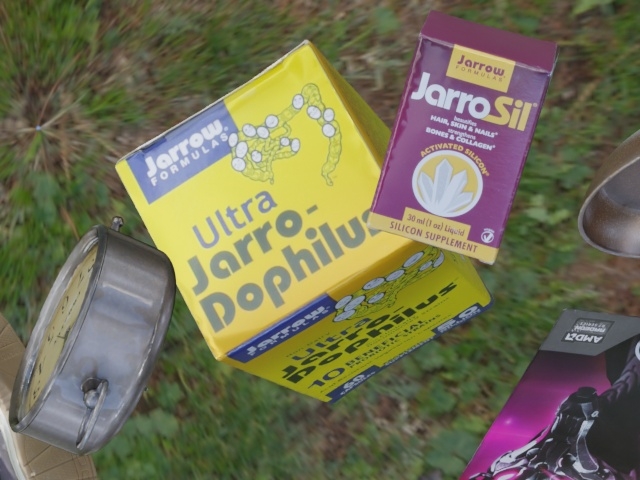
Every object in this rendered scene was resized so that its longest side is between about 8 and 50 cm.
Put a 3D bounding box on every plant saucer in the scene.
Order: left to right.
[{"bbox_3d":[0.380,-0.067,1.535,0.310,0.310,0.050,-8,67,-9],"label":"plant saucer"}]

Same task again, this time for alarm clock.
[{"bbox_3d":[-0.128,0.067,0.970,0.064,0.192,0.129,25,106,-14],"label":"alarm clock"}]

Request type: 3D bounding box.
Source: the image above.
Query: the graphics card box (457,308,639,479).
[{"bbox_3d":[0.214,0.213,1.249,0.371,0.232,0.094,-51,131,-35],"label":"graphics card box"}]

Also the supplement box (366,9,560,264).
[{"bbox_3d":[0.056,-0.041,0.666,0.055,0.043,0.083,16,113,5],"label":"supplement box"}]

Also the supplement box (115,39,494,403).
[{"bbox_3d":[0.000,0.000,1.499,0.194,0.356,0.195,-32,72,8],"label":"supplement box"}]

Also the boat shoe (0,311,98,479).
[{"bbox_3d":[-0.323,0.196,1.746,0.092,0.103,0.285,-33,84,30],"label":"boat shoe"}]
